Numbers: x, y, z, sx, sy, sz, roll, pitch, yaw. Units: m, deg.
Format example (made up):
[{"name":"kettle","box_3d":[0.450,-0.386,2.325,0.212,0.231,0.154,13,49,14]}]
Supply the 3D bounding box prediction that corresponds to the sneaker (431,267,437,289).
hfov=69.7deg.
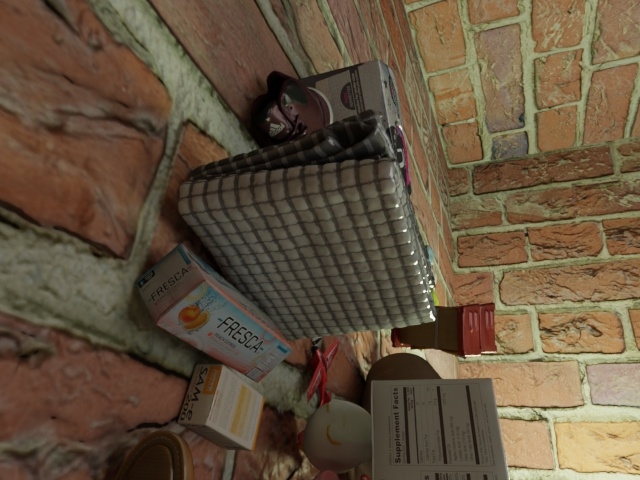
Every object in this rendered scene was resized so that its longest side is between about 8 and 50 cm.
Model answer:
[{"name":"sneaker","box_3d":[0.270,0.149,1.362,0.169,0.108,0.292,54,34,-33]}]

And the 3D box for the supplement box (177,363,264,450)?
[{"name":"supplement box","box_3d":[-0.102,0.181,0.493,0.098,0.036,0.062,60,32,-45]}]

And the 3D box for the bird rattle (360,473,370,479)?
[{"name":"bird rattle","box_3d":[0.061,0.527,0.727,0.253,0.143,0.207,-62,161,-59]}]

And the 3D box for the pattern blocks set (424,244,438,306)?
[{"name":"pattern blocks set","box_3d":[0.242,0.113,1.240,0.285,0.026,0.325,36,52,-36]}]

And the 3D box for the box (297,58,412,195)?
[{"name":"box","box_3d":[0.069,-0.186,0.854,0.142,0.163,0.247,-38,118,-67]}]

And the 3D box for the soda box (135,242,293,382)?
[{"name":"soda box","box_3d":[-0.099,0.081,0.471,0.063,0.058,0.183,45,-7,39]}]

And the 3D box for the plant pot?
[{"name":"plant pot","box_3d":[0.171,0.350,0.899,0.229,0.263,0.263,-95,169,-63]}]

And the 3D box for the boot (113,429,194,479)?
[{"name":"boot","box_3d":[-0.112,0.255,0.408,0.152,0.073,0.197,18,79,-65]}]

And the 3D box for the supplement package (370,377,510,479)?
[{"name":"supplement package","box_3d":[0.153,0.319,0.586,0.262,0.145,0.204,70,18,-51]}]

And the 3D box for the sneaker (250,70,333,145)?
[{"name":"sneaker","box_3d":[-0.041,-0.119,0.674,0.162,0.106,0.281,17,57,-61]}]

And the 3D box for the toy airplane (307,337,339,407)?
[{"name":"toy airplane","box_3d":[0.004,0.230,0.752,0.151,0.028,0.151,-6,90,-67]}]

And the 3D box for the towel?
[{"name":"towel","box_3d":[0.000,0.000,0.541,0.284,0.235,0.121,62,26,-43]}]

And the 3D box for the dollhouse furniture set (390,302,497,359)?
[{"name":"dollhouse furniture set","box_3d":[0.284,0.329,1.077,0.152,0.201,0.374,7,83,-42]}]

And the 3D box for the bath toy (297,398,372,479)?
[{"name":"bath toy","box_3d":[-0.008,0.358,0.559,0.348,0.151,0.129,-71,-178,-57]}]
